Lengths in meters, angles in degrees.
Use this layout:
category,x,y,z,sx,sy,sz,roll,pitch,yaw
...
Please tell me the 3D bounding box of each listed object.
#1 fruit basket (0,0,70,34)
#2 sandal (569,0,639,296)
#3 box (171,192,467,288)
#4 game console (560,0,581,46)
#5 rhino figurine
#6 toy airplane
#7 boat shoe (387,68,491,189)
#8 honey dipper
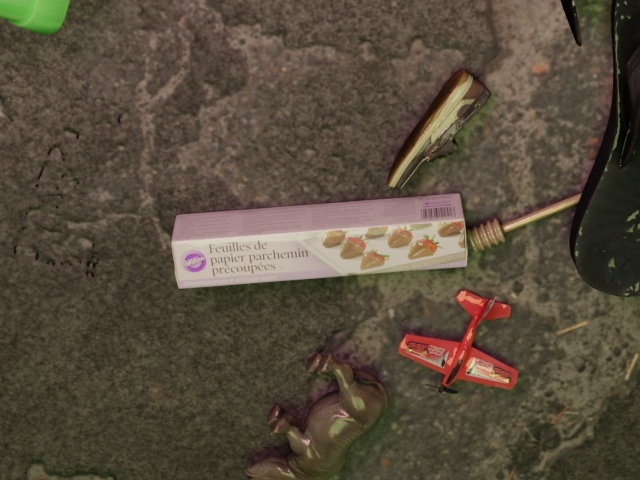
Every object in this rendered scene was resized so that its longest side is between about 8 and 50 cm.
category,x,y,z,sx,sy,sz,roll,pitch,yaw
fruit basket,-0.240,-0.390,1.416,0.392,0.283,0.392,-31,143,-27
sandal,0.374,-0.131,1.595,0.168,0.107,0.445,3,116,-7
box,0.000,0.000,1.702,0.324,0.067,0.063,-5,119,2
game console,0.264,-0.268,1.514,0.071,0.122,0.107,39,112,-20
rhino figurine,-0.011,0.236,1.832,0.106,0.073,0.243,31,117,-13
toy airplane,0.168,0.118,1.788,0.151,0.028,0.151,-1,120,-1
boat shoe,0.126,-0.110,1.644,0.049,0.056,0.152,31,115,-10
honey dipper,0.241,-0.028,1.705,0.161,0.030,0.030,-22,117,11
